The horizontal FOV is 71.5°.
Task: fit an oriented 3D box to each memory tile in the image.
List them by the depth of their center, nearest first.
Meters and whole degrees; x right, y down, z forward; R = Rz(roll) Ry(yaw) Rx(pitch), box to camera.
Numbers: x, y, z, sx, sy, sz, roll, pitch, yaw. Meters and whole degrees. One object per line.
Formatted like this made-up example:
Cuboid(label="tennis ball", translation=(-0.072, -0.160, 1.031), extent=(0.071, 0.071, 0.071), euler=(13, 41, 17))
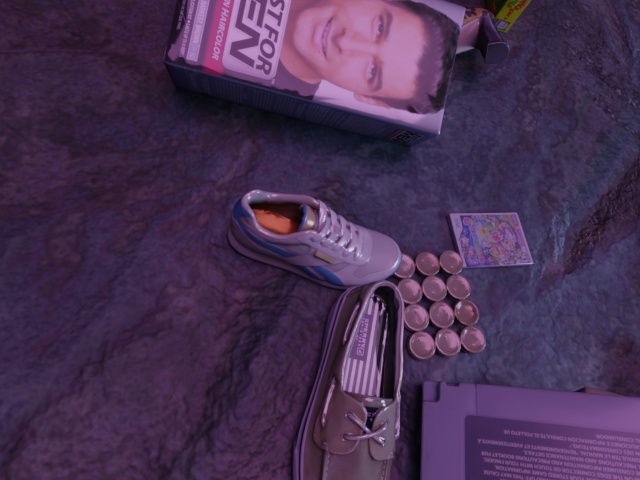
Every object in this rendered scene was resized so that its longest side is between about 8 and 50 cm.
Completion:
Cuboid(label="memory tile", translation=(0.158, 0.084, 0.605), extent=(0.113, 0.012, 0.148), euler=(-5, 68, -13))

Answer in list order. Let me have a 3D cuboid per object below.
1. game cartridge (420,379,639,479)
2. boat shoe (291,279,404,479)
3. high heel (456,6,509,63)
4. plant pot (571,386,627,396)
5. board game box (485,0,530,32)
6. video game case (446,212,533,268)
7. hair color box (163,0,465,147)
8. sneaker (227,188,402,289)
Cuboid(label="game cartridge", translation=(0.256, 0.261, 0.467), extent=(0.297, 0.062, 0.198), euler=(0, 68, 17))
Cuboid(label="boat shoe", translation=(0.035, 0.184, 0.484), extent=(0.109, 0.094, 0.302), euler=(11, 65, -10))
Cuboid(label="high heel", translation=(0.188, -0.375, 0.797), extent=(0.261, 0.093, 0.186), euler=(5, 43, 0))
Cuboid(label="plant pot", translation=(0.343, 0.243, 0.543), extent=(0.096, 0.109, 0.109), euler=(28, 62, 13))
Cuboid(label="board game box", translation=(0.371, -0.519, 0.885), extent=(0.043, 0.092, 0.181), euler=(10, 65, -11))
Cuboid(label="video game case", translation=(0.257, -0.001, 0.673), extent=(0.122, 0.011, 0.087), euler=(-2, 68, -16))
Cuboid(label="hair color box", translation=(-0.005, -0.272, 0.629), extent=(0.375, 0.113, 0.185), euler=(12, 90, -11))
Cuboid(label="sneaker", translation=(0.000, 0.000, 0.557), extent=(0.229, 0.092, 0.087), euler=(13, 63, -11))
